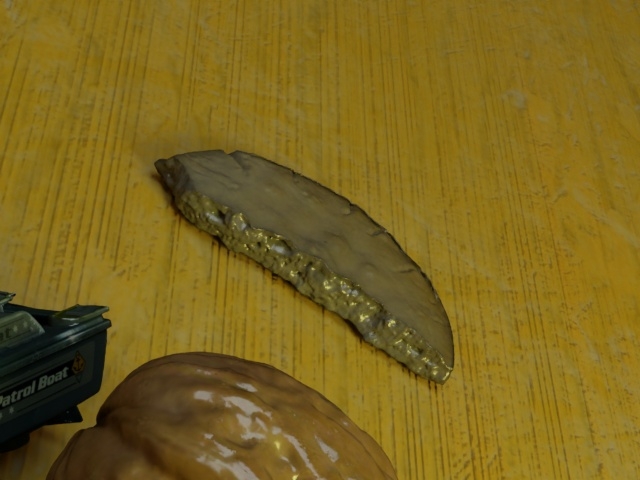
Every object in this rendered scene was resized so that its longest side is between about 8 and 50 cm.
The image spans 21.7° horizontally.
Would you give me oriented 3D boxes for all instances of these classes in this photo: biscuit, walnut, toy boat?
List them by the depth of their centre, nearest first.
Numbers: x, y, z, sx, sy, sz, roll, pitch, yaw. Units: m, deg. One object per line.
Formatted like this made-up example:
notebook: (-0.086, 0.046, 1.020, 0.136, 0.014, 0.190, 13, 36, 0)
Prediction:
toy boat: (-0.245, 0.081, 0.941, 0.114, 0.122, 0.296, 3, 12, 30)
walnut: (-0.051, 0.169, 0.952, 0.213, 0.213, 0.213, 23, 33, -16)
biscuit: (0.001, -0.001, 1.361, 0.290, 0.038, 0.141, 34, 31, 2)
